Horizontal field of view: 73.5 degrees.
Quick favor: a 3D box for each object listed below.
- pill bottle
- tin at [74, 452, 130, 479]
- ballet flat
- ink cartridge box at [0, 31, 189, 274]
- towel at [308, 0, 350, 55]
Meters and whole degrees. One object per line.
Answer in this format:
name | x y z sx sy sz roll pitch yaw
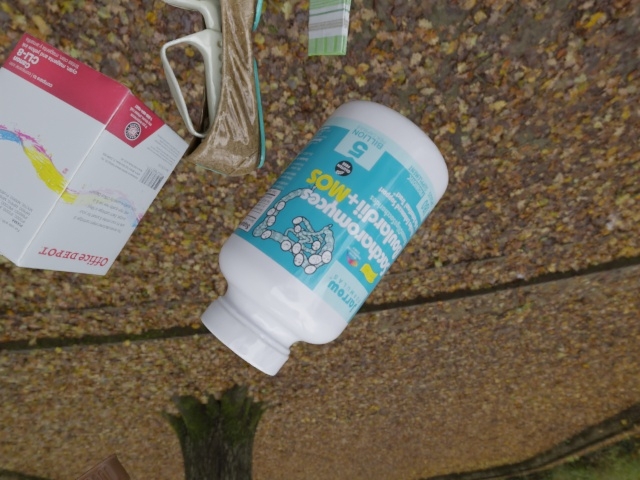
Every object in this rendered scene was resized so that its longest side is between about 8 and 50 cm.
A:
pill bottle | 0.000 0.000 0.435 0.264 0.146 0.146 -53 141 -10
tin | -0.235 0.245 0.350 0.106 0.040 0.189 -46 171 7
ballet flat | -0.135 -0.251 0.533 0.124 0.116 0.342 -5 108 -27
ink cartridge box | -0.249 -0.072 0.423 0.127 0.176 0.128 30 175 9
towel | 0.018 -0.426 0.796 0.023 0.113 0.152 -10 114 -35
